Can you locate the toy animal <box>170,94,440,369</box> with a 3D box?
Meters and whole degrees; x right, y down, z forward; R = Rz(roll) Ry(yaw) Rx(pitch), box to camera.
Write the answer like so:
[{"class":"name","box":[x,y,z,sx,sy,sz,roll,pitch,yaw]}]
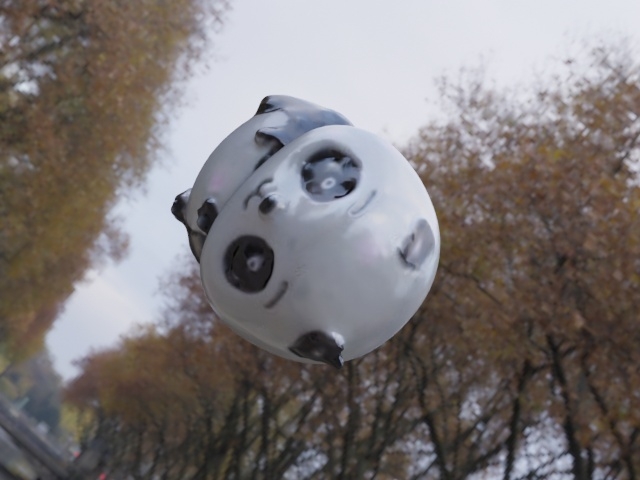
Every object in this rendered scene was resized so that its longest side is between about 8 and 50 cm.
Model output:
[{"class":"toy animal","box":[-0.007,-0.006,0.861,0.165,0.187,0.235,38,6,-24]}]
